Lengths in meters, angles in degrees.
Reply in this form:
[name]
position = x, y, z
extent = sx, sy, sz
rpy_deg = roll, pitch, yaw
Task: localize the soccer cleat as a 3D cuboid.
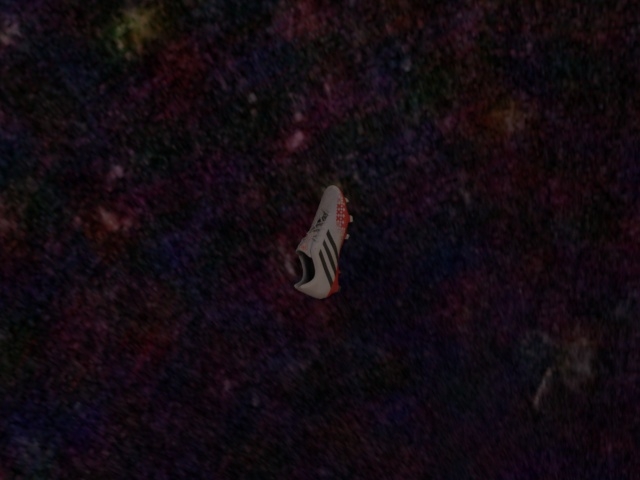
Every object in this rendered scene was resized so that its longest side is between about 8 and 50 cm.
[soccer cleat]
position = 0.000, 0.000, 0.819
extent = 0.029, 0.035, 0.083
rpy_deg = -2, 80, 57
